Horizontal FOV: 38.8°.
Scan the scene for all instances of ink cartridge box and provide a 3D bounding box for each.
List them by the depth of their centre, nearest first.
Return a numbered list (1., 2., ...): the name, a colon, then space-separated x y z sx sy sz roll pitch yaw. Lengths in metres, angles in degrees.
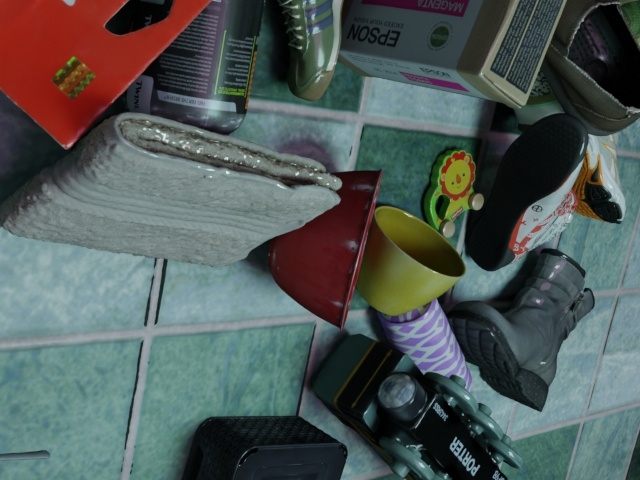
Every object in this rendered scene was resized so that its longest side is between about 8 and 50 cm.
1. ink cartridge box: -0.191 -0.247 0.681 0.239 0.060 0.275 42 73 -10
2. ink cartridge box: 0.133 -0.258 0.942 0.088 0.234 0.193 22 90 -46

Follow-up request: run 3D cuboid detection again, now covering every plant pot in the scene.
1. plant pot: 0.096 0.035 1.118 0.134 0.134 0.095 9 125 -45

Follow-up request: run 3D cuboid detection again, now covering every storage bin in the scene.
1. storage bin: -0.066 0.282 1.077 0.180 0.084 0.122 11 98 -45

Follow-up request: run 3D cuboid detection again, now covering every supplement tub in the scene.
1. supplement tub: -0.116 -0.174 0.821 0.117 0.117 0.190 0 106 -44

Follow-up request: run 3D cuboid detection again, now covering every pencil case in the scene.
1. pencil case: 0.141 0.139 1.225 0.086 0.088 0.206 -21 129 7

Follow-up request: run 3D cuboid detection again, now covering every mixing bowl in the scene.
1. mixing bowl: 0.000 0.000 0.993 0.181 0.098 0.181 14 90 -85

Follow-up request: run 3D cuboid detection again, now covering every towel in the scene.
1. towel: -0.125 -0.033 0.826 0.282 0.187 0.049 10 60 -48

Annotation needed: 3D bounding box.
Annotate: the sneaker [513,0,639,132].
1. sneaker: 0.388 -0.330 1.233 0.410 0.158 0.182 -48 125 -22

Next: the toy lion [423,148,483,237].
1. toy lion: 0.172 -0.068 1.207 0.100 0.034 0.096 -42 124 -23

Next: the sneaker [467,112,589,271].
1. sneaker: 0.307 -0.079 1.238 0.145 0.090 0.270 -23 149 -39

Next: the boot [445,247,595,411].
1. boot: 0.301 0.101 1.354 0.223 0.118 0.338 -60 147 -11

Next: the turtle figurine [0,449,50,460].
1. turtle figurine: -0.320 0.241 0.656 0.198 0.266 0.275 -35 114 4

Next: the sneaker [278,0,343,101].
1. sneaker: -0.021 -0.245 0.928 0.086 0.064 0.192 8 100 -38

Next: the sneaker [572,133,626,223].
1. sneaker: 0.422 -0.131 1.377 0.121 0.099 0.262 -55 136 -18

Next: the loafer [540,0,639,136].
1. loafer: 0.294 -0.287 1.076 0.134 0.130 0.366 -44 104 -7

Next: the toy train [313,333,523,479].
1. toy train: 0.131 0.249 1.177 0.142 0.190 0.334 -53 135 -14

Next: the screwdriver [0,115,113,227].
1. screwdriver: -0.246 -0.054 0.821 0.170 0.025 0.024 -42 132 -12
